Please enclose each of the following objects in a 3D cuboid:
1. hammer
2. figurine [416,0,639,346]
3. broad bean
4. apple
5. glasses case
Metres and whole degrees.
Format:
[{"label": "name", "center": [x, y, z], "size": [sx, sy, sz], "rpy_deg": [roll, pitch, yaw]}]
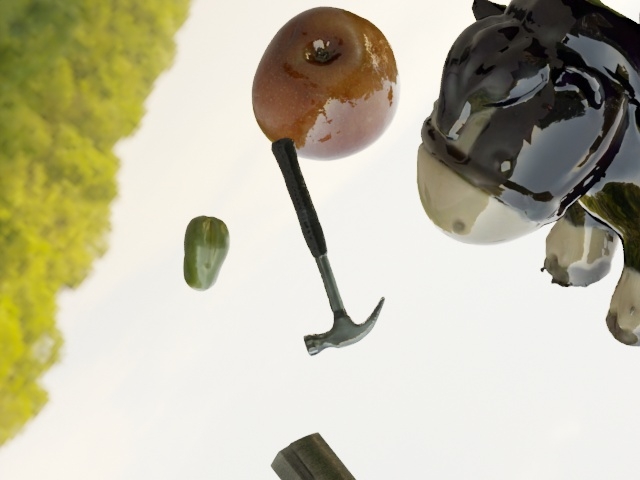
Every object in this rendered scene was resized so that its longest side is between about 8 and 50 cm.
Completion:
[{"label": "hammer", "center": [0.000, 0.000, 1.692], "size": [0.103, 0.246, 0.029], "rpy_deg": [-17, -179, 2]}, {"label": "figurine", "center": [0.211, -0.134, 0.785], "size": [0.411, 0.306, 0.241], "rpy_deg": [-60, -157, 25]}, {"label": "broad bean", "center": [-0.113, 0.014, 1.443], "size": [0.083, 0.045, 0.063], "rpy_deg": [108, -25, -44]}, {"label": "apple", "center": [0.006, -0.207, 1.946], "size": [0.201, 0.201, 0.162], "rpy_deg": [-58, 159, -30]}, {"label": "glasses case", "center": [0.029, 0.329, 1.827], "size": [0.071, 0.205, 0.047], "rpy_deg": [-17, 147, -42]}]
